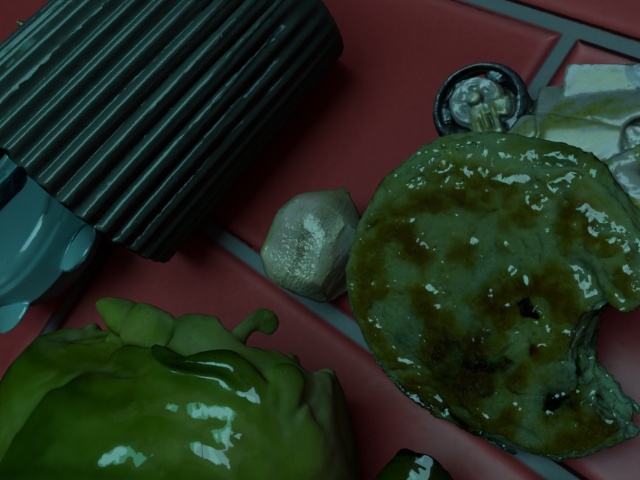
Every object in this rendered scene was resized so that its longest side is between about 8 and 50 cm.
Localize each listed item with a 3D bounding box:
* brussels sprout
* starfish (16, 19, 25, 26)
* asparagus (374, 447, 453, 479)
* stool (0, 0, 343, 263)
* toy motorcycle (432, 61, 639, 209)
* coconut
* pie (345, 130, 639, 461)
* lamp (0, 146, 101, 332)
[{"bbox_3d":[-0.148,0.231,0.627,0.372,0.275,0.314,-11,54,16],"label":"brussels sprout"},{"bbox_3d":[-0.388,-0.342,1.079,0.176,0.053,0.208,-39,65,-2],"label":"starfish"},{"bbox_3d":[0.053,0.349,0.585,0.082,0.085,0.342,13,85,5],"label":"asparagus"},{"bbox_3d":[-0.171,-0.190,0.779,0.330,0.297,0.297,-45,59,1],"label":"stool"},{"bbox_3d":[0.253,-0.054,0.616,0.341,0.108,0.222,10,83,27],"label":"toy motorcycle"},{"bbox_3d":[0.000,0.000,0.724,0.110,0.110,0.124,28,93,31],"label":"coconut"},{"bbox_3d":[0.148,0.046,0.596,0.303,0.067,0.302,12,109,37],"label":"pie"},{"bbox_3d":[-0.385,-0.031,0.900,0.209,0.147,0.284,-41,64,10],"label":"lamp"}]
